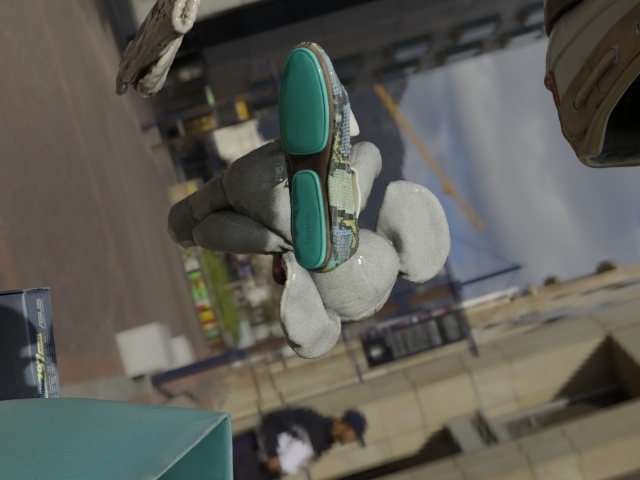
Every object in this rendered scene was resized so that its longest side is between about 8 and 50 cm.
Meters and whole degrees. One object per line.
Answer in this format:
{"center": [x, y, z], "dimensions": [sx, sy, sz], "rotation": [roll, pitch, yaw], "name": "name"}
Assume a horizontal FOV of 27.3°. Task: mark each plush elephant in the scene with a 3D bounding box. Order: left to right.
{"center": [0.000, 0.000, 1.617], "dimensions": [0.255, 0.272, 0.330], "rotation": [65, -19, 3], "name": "plush elephant"}

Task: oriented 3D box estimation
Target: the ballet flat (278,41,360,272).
{"center": [0.004, -0.069, 1.085], "dimensions": [0.070, 0.070, 0.188], "rotation": [-126, -145, -77], "name": "ballet flat"}

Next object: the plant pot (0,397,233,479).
{"center": [-0.198, 0.199, 0.878], "dimensions": [0.165, 0.234, 0.165], "rotation": [-36, 130, -61], "name": "plant pot"}

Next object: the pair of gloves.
{"center": [-0.100, -0.232, 1.081], "dimensions": [0.204, 0.042, 0.240], "rotation": [-31, -141, 62], "name": "pair of gloves"}

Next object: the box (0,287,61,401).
{"center": [-0.419, 0.182, 1.671], "dimensions": [0.059, 0.183, 0.232], "rotation": [-5, 90, -65], "name": "box"}

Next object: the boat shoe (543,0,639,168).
{"center": [0.212, -0.115, 0.597], "dimensions": [0.302, 0.113, 0.103], "rotation": [148, -53, -62], "name": "boat shoe"}
